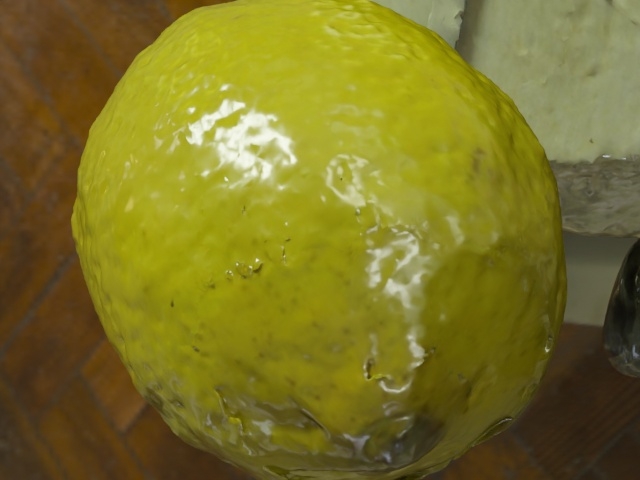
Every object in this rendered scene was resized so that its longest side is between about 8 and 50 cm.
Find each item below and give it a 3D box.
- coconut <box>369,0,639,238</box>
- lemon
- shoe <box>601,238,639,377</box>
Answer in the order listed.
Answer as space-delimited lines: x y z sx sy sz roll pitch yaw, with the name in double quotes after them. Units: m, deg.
0.155 -0.167 0.806 0.323 0.323 0.323 1 91 36 "coconut"
-0.001 0.000 0.622 0.193 0.180 0.180 15 101 60 "lemon"
0.322 0.040 0.994 0.171 0.336 0.132 41 134 40 "shoe"
